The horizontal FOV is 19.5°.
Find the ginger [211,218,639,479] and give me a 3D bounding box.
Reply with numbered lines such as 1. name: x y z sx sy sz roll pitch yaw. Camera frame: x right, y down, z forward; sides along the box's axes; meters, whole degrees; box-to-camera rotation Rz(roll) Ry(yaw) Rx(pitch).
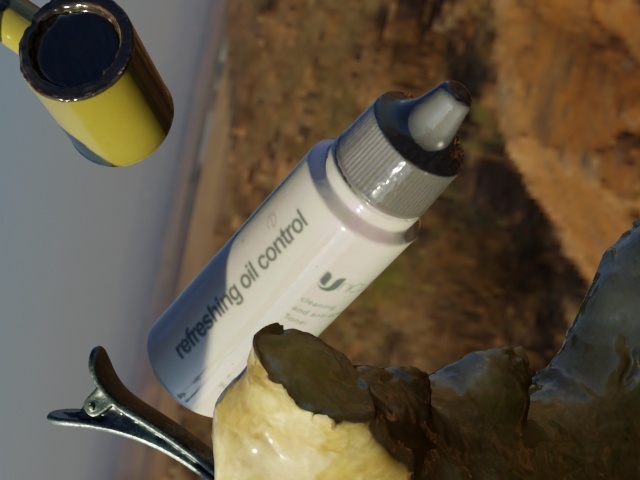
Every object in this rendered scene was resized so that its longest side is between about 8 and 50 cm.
1. ginger: 0.084 0.151 0.846 0.122 0.348 0.363 37 125 49

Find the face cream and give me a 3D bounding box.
1. face cream: 0.000 0.000 1.225 0.311 0.092 0.092 -46 25 35

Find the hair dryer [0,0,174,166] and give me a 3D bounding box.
1. hair dryer: -0.238 -0.168 1.453 0.090 0.279 0.135 -51 -22 -10

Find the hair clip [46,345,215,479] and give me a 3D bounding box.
1. hair clip: -0.096 0.173 1.397 0.070 0.229 0.039 -55 -6 12
